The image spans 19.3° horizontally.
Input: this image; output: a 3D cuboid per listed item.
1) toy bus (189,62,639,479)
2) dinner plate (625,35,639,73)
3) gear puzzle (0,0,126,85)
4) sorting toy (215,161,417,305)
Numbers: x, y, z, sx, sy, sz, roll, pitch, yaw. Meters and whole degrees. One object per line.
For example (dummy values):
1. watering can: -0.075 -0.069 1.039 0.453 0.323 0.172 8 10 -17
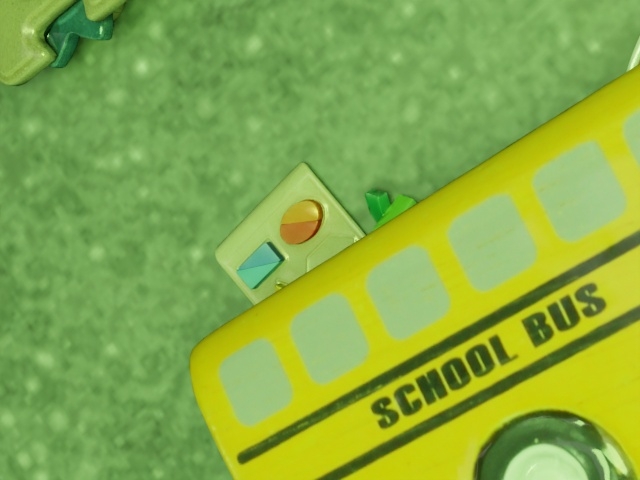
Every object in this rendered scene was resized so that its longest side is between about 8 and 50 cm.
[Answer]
1. toy bus: 0.126 0.011 0.616 0.332 0.108 0.130 -32 77 24
2. dinner plate: 0.174 -0.041 0.657 0.141 0.017 0.141 1 93 28
3. gear puzzle: -0.142 -0.240 0.798 0.175 0.044 0.339 -35 74 25
4. sorting toy: 0.000 0.000 0.748 0.083 0.012 0.062 -45 73 21
